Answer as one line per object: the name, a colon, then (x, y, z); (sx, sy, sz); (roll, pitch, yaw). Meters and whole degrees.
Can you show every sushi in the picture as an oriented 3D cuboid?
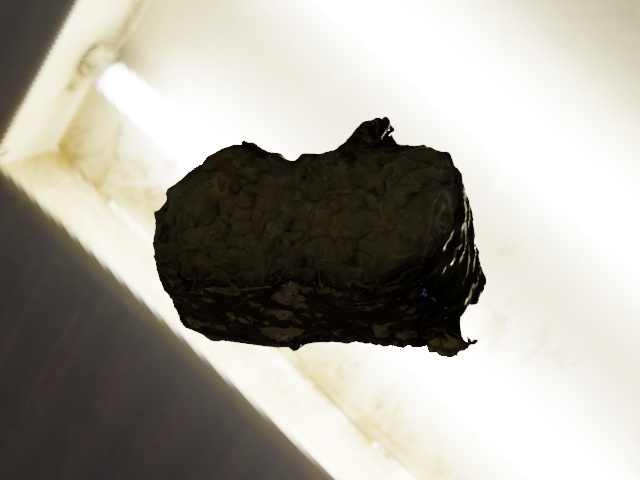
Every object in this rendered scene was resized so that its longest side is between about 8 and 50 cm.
sushi: (0.000, 0.000, 1.028); (0.212, 0.147, 0.115); (-6, -32, 16)
